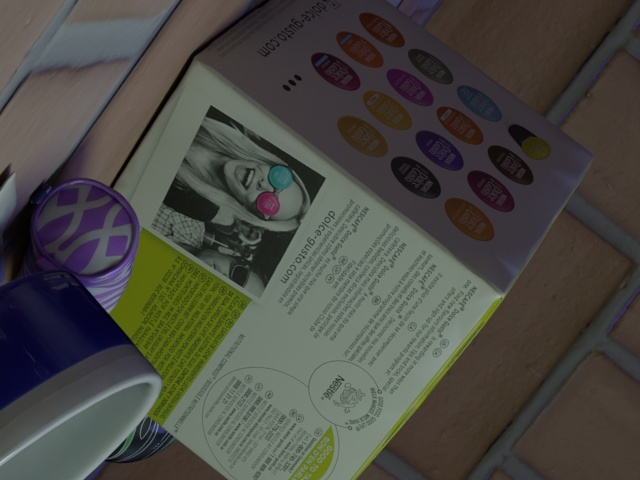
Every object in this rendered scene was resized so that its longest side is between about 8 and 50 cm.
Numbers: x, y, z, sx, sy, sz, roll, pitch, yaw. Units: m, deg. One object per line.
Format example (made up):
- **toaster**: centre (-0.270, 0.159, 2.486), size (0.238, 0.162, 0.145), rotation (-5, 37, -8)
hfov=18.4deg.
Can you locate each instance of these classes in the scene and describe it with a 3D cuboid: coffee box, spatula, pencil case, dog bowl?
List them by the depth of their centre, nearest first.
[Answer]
- **dog bowl**: centre (-0.245, 0.142, 1.393), size (0.265, 0.104, 0.265), rotation (-39, 169, -9)
- **spatula**: centre (-0.269, 0.049, 1.402), size (0.168, 0.019, 0.242), rotation (-57, 180, -18)
- **pencil case**: centre (-0.193, 0.022, 1.540), size (0.088, 0.086, 0.206), rotation (-59, 179, -21)
- **coffee box**: centre (0.000, 0.000, 1.853), size (0.338, 0.334, 0.337), rotation (-54, 176, 31)

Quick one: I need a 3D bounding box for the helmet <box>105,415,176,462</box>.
- **helmet**: centre (-0.215, 0.168, 2.230), size (0.169, 0.169, 0.161), rotation (-51, -167, -24)
